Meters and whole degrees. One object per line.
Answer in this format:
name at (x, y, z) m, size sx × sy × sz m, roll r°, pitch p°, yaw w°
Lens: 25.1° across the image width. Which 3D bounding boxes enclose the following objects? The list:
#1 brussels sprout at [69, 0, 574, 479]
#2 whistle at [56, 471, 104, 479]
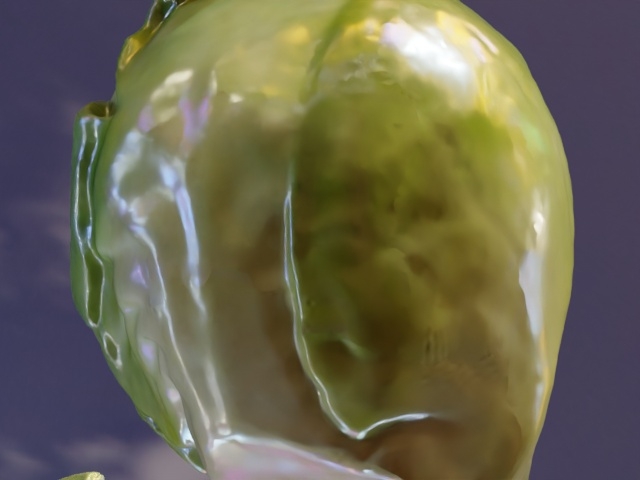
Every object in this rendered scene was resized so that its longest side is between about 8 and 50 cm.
brussels sprout at (0.002, 0.001, 0.662) m, size 0.227 × 0.294 × 0.259 m, roll -8°, pitch -40°, yaw 8°
whistle at (-0.236, 0.206, 0.934) m, size 0.227 × 0.105 × 0.085 m, roll -29°, pitch -69°, yaw 19°
